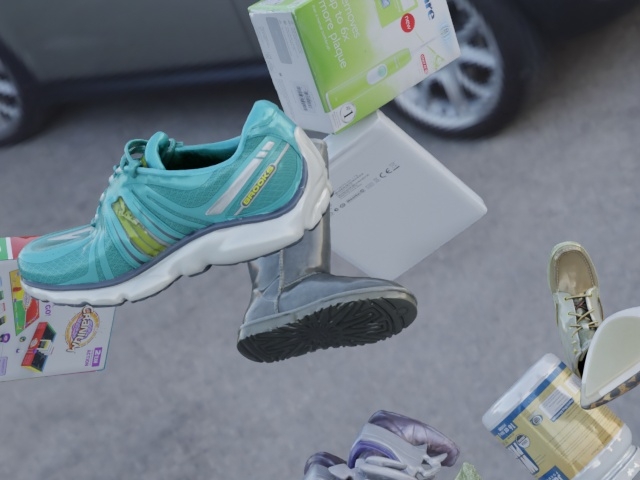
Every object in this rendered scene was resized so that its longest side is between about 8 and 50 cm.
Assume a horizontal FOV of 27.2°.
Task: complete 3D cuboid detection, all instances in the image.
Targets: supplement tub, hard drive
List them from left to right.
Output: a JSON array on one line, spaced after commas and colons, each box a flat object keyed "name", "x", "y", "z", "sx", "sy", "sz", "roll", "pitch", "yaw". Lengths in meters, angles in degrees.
[{"name": "hard drive", "x": 0.095, "y": -0.066, "z": 2.185, "sx": 0.233, "sy": 0.353, "sz": 0.047, "roll": -36, "pitch": 50, "yaw": 17}, {"name": "supplement tub", "x": 0.343, "y": 0.274, "z": 1.855, "sx": 0.144, "sy": 0.200, "sz": 0.144, "roll": -43, "pitch": -10, "yaw": -9}]

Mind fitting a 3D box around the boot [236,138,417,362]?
[{"name": "boot", "x": 0.000, "y": -0.002, "z": 1.222, "sx": 0.189, "sy": 0.076, "sz": 0.209, "roll": -11, "pitch": 50, "yaw": 20}]

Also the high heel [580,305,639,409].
[{"name": "high heel", "x": 0.432, "y": 0.138, "z": 1.660, "sx": 0.261, "sy": 0.186, "sz": 0.093, "roll": -50, "pitch": 47, "yaw": -7}]

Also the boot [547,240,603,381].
[{"name": "boot", "x": 0.389, "y": 0.120, "z": 1.954, "sx": 0.077, "sy": 0.213, "sz": 0.165, "roll": -9, "pitch": 17, "yaw": 5}]

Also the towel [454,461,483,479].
[{"name": "towel", "x": 0.175, "y": 0.338, "z": 1.513, "sx": 0.027, "sy": 0.110, "sz": 0.148, "roll": 5, "pitch": 36, "yaw": -22}]

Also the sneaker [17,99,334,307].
[{"name": "sneaker", "x": -0.123, "y": -0.030, "z": 1.023, "sx": 0.275, "sy": 0.110, "sz": 0.107, "roll": -21, "pitch": 24, "yaw": 22}]

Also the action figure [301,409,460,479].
[{"name": "action figure", "x": 0.016, "y": 0.215, "z": 0.950, "sx": 0.185, "sy": 0.099, "sz": 0.285, "roll": -56, "pitch": -4, "yaw": 22}]

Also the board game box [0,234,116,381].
[{"name": "board game box", "x": -0.478, "y": 0.110, "z": 2.086, "sx": 0.316, "sy": 0.242, "sz": 0.064, "roll": -3, "pitch": 33, "yaw": -32}]

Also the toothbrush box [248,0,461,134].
[{"name": "toothbrush box", "x": 0.057, "y": -0.318, "z": 2.025, "sx": 0.283, "sy": 0.206, "sz": 0.122, "roll": -34, "pitch": 29, "yaw": -30}]
